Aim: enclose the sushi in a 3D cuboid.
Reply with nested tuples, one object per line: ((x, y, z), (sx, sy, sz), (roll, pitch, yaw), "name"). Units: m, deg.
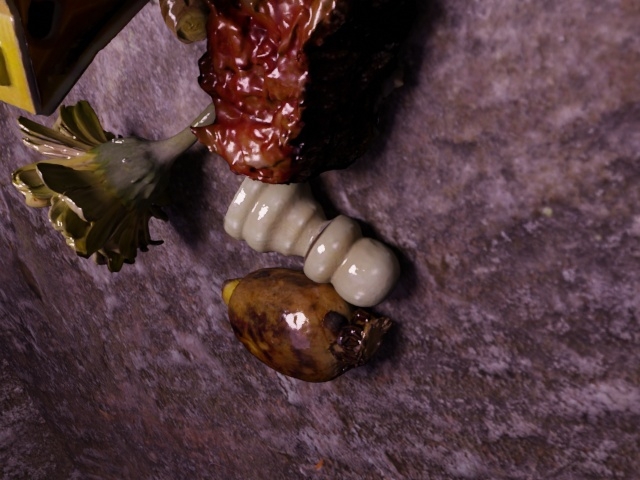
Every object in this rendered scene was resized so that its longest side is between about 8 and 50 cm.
((-0.013, -0.213, 0.522), (0.196, 0.182, 0.343), (31, 133, 19), "sushi")

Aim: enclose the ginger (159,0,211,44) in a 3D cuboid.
((-0.194, -0.369, 0.641), (0.115, 0.081, 0.205), (-36, 86, 38), "ginger")

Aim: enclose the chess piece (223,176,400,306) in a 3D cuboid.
((0.000, 0.000, 0.688), (0.243, 0.133, 0.133), (33, 131, 9), "chess piece")

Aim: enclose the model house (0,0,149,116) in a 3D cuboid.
((-0.194, -0.268, 0.447), (0.300, 0.340, 0.323), (24, 103, 17), "model house")

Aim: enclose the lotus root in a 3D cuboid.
((-0.047, 0.128, 0.772), (0.314, 0.141, 0.169), (12, 125, 33), "lotus root")

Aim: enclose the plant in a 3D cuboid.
((-0.297, -0.086, 0.794), (0.306, 0.297, 0.261), (-118, 24, -49), "plant")
